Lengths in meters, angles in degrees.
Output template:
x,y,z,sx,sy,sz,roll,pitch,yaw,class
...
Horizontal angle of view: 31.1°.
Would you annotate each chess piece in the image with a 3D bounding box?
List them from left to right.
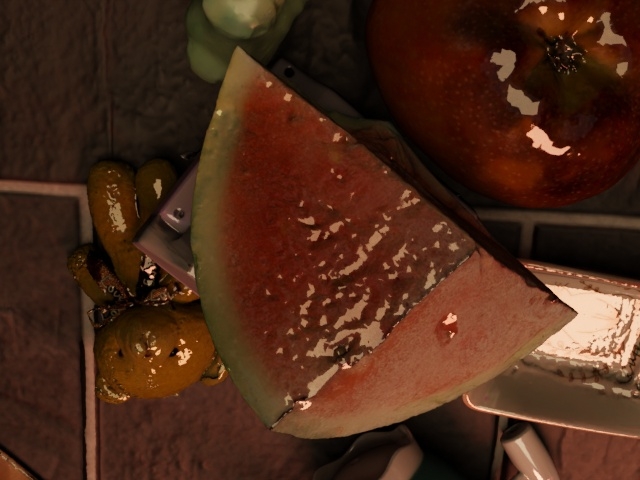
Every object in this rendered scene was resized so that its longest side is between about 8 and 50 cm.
x,y,z,sx,sy,sz,roll,pitch,yaw,class
-0.002,-0.230,0.800,0.175,0.176,0.298,35,108,-12,chess piece

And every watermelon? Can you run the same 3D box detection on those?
x,y,z,sx,sy,sz,roll,pitch,yaw,class
0.028,0.002,0.787,0.260,0.256,0.176,47,141,14,watermelon

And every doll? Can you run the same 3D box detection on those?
x,y,z,sx,sy,sz,roll,pitch,yaw,class
-0.148,0.037,0.950,0.137,0.097,0.210,-8,106,10,doll

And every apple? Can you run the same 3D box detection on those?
x,y,z,sx,sy,sz,roll,pitch,yaw,class
0.150,-0.134,0.817,0.229,0.230,0.230,0,111,1,apple

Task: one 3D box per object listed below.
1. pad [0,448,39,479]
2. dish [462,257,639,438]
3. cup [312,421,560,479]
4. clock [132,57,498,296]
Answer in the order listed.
x,y,z,sx,sy,sz,roll,pitch,yaw,class
-0.339,0.336,1.105,0.286,0.018,0.284,-43,105,15,pad
0.243,0.084,0.970,0.234,0.064,0.154,11,120,-2,dish
0.076,0.260,1.001,0.299,0.167,0.173,-36,98,-14,cup
0.000,0.000,0.908,0.253,0.083,0.186,38,82,-13,clock
